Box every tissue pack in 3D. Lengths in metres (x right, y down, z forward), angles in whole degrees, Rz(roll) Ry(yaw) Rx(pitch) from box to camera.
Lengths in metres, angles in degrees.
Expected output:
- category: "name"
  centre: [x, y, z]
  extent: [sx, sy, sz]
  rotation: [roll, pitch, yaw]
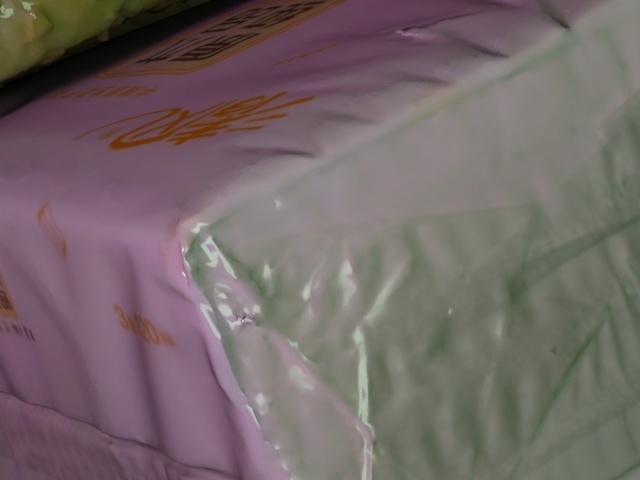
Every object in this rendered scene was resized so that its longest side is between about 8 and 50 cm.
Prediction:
- category: "tissue pack"
  centre: [0.000, 0.000, 0.465]
  extent: [0.185, 0.225, 0.124]
  rotation: [-29, 109, -28]

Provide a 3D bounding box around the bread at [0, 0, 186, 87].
- category: "bread"
  centre: [-0.075, -0.121, 0.484]
  extent: [0.196, 0.102, 0.138]
  rotation: [-33, 112, -31]
